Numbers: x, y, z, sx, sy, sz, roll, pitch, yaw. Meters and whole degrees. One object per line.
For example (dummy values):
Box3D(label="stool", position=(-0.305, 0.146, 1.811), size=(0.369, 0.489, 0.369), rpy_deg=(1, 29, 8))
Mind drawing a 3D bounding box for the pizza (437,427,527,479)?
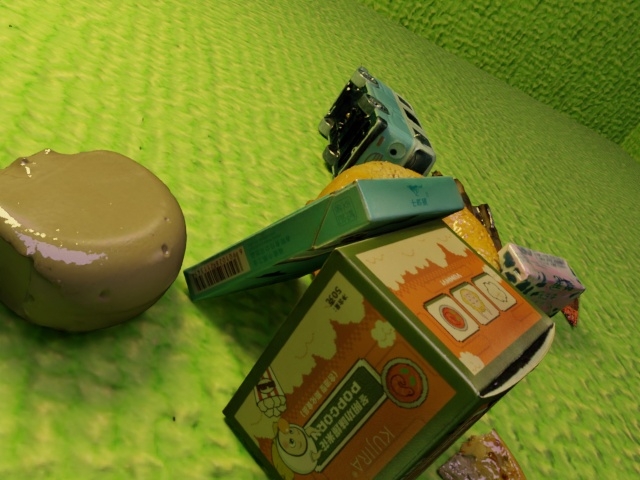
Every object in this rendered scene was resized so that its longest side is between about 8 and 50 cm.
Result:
Box3D(label="pizza", position=(0.164, 0.233, 0.590), size=(0.109, 0.026, 0.123), rpy_deg=(16, 34, -24))

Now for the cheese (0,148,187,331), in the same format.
Box3D(label="cheese", position=(-0.200, -0.009, 0.520), size=(0.175, 0.091, 0.202), rpy_deg=(36, 28, 6))

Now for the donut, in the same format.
Box3D(label="donut", position=(0.116, 0.005, 0.799), size=(0.303, 0.110, 0.303), rpy_deg=(25, 31, -16))

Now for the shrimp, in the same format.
Box3D(label="shrimp", position=(0.266, -0.043, 1.073), size=(0.145, 0.059, 0.254), rpy_deg=(27, 30, -18))

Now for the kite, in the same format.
Box3D(label="kite", position=(0.437, 0.086, 1.102), size=(0.125, 0.008, 0.222), rpy_deg=(14, 34, -31))

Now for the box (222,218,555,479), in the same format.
Box3D(label="box", position=(0.059, 0.108, 0.497), size=(0.148, 0.195, 0.178), rpy_deg=(46, 30, 20))

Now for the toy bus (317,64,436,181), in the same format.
Box3D(label="toy bus", position=(0.100, -0.172, 1.023), size=(0.165, 0.133, 0.271), rpy_deg=(28, 27, -19))

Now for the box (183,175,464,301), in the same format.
Box3D(label="box", position=(0.001, 0.000, 0.577), size=(0.162, 0.229, 0.041), rpy_deg=(-9, 78, -51))

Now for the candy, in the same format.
Box3D(label="candy", position=(0.318, 0.068, 0.925), size=(0.160, 0.092, 0.073), rpy_deg=(13, 41, -37))
